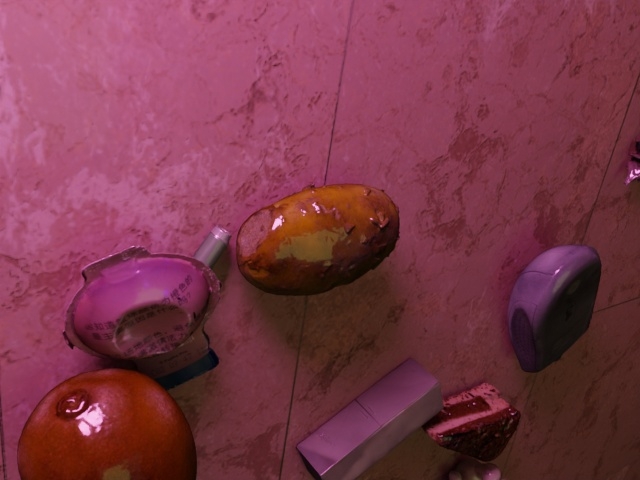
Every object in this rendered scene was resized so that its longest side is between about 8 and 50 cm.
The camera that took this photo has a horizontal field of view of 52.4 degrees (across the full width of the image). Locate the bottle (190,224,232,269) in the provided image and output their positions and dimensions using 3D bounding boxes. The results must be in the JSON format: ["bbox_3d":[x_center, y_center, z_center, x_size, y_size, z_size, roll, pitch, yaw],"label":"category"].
[{"bbox_3d":[-0.146,0.021,0.831,0.030,0.030,0.083,33,92,-44],"label":"bottle"}]

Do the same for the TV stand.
[{"bbox_3d":[0.093,0.333,1.169,0.269,0.083,0.088,-33,133,-20],"label":"TV stand"}]

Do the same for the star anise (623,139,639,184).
[{"bbox_3d":[0.669,-0.162,1.348,0.129,0.056,0.124,-45,135,-8],"label":"star anise"}]

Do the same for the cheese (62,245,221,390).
[{"bbox_3d":[-0.202,0.105,0.800,0.189,0.074,0.286,-24,141,-7],"label":"cheese"}]

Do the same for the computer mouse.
[{"bbox_3d":[0.463,0.132,1.316,0.188,0.122,0.371,-34,138,-14],"label":"computer mouse"}]

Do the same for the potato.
[{"bbox_3d":[0.000,0.000,0.877,0.251,0.113,0.149,-16,123,-31],"label":"potato"}]

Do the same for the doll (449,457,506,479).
[{"bbox_3d":[0.306,0.605,1.484,0.275,0.113,0.155,-47,126,4],"label":"doll"}]

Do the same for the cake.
[{"bbox_3d":[0.285,0.396,1.336,0.246,0.112,0.135,-7,121,-36],"label":"cake"}]

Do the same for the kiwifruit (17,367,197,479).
[{"bbox_3d":[-0.252,0.260,0.779,0.196,0.196,0.234,-34,134,-18],"label":"kiwifruit"}]
